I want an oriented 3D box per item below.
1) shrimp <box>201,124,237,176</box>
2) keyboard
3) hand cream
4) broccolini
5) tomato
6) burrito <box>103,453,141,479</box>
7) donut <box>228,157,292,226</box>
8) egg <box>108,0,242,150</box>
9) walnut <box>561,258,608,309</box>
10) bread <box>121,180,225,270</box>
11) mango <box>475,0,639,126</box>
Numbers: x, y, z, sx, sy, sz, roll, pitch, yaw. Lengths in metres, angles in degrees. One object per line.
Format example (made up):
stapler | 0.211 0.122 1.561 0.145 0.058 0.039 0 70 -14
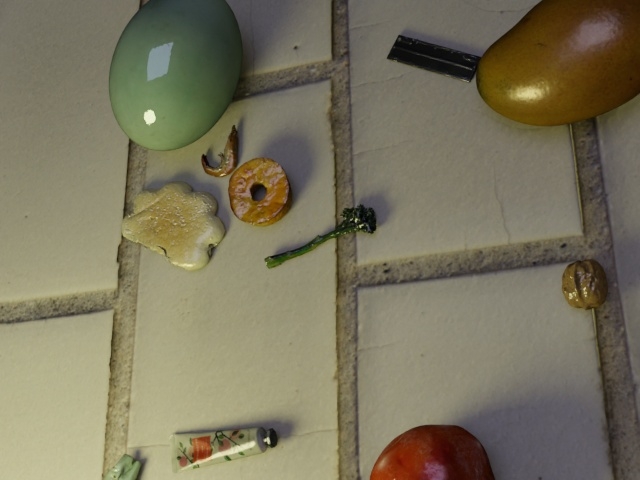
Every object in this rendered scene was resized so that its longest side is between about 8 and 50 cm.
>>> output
shrimp | -0.224 -0.204 1.965 0.091 0.025 0.127 10 76 22
keyboard | 0.247 -0.399 1.894 0.202 0.011 0.067 22 80 24
hand cream | -0.197 0.407 1.718 0.234 0.050 0.080 -14 70 19
broccolini | -0.003 -0.007 1.805 0.255 0.057 0.071 -23 22 6
tomato | 0.192 0.429 1.500 0.232 0.188 0.231 -7 66 17
burrito | -0.411 0.490 1.755 0.074 0.044 0.118 15 79 27
donut | -0.127 -0.101 1.876 0.152 0.058 0.151 -6 69 16
egg | -0.318 -0.383 1.922 0.276 0.276 0.388 13 78 22
walnut | 0.487 0.082 1.599 0.079 0.083 0.096 -16 64 43
bread | -0.325 -0.046 1.931 0.251 0.039 0.181 26 80 25
mango | 0.487 -0.359 1.692 0.378 0.221 0.263 -21 69 21
